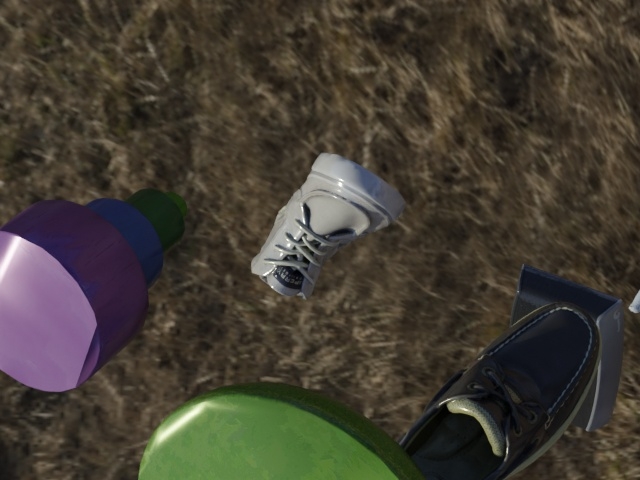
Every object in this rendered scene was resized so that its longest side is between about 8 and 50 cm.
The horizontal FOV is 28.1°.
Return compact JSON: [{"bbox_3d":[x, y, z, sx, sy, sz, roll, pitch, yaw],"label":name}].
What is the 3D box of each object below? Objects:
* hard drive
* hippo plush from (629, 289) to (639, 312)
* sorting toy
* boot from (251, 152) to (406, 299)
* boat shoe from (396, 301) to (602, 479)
[{"bbox_3d":[0.350,0.164,1.855,0.172,0.255,0.054,21,47,28],"label":"hard drive"},{"bbox_3d":[0.515,-0.085,1.586,0.294,0.234,0.237,-10,115,32],"label":"hippo plush"},{"bbox_3d":[0.030,0.103,0.509,0.365,0.126,0.127,42,128,3],"label":"sorting toy"},{"bbox_3d":[0.000,0.000,1.195,0.095,0.258,0.123,32,81,-2],"label":"boot"},{"bbox_3d":[0.111,0.127,0.866,0.223,0.073,0.080,-44,76,-7],"label":"boat shoe"}]
